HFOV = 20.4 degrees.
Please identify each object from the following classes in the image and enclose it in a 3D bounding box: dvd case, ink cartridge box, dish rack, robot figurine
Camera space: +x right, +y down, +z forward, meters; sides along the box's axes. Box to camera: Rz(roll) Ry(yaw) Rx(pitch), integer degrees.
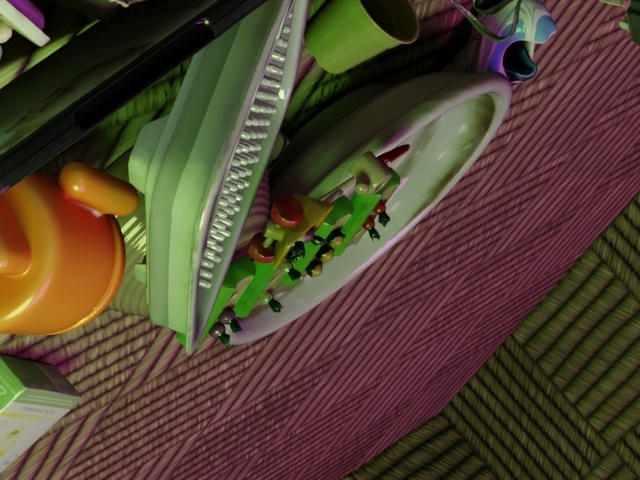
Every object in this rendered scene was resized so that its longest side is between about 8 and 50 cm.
[{"bbox_3d":[-0.160,-0.100,1.150,0.253,0.022,0.180,-40,-159,-32],"label":"dvd case"},{"bbox_3d":[-0.363,0.211,1.765,0.235,0.056,0.171,-43,167,3],"label":"ink cartridge box"},{"bbox_3d":[-0.080,-0.084,1.370,0.333,0.072,0.286,102,6,-68],"label":"dish rack"},{"bbox_3d":[-0.224,0.008,1.345,0.219,0.128,0.158,15,95,-73],"label":"robot figurine"}]

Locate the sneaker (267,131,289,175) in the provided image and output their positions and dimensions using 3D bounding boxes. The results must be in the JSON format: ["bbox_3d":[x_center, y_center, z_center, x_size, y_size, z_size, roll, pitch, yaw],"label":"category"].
[{"bbox_3d":[-0.065,-0.065,1.727,0.043,0.040,0.109,-27,162,-52],"label":"sneaker"}]

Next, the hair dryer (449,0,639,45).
[{"bbox_3d":[0.195,-0.252,1.599,0.293,0.223,0.080,64,35,-56],"label":"hair dryer"}]

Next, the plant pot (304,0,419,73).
[{"bbox_3d":[0.029,-0.187,1.547,0.079,0.083,0.083,-34,172,33],"label":"plant pot"}]

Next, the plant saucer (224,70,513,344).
[{"bbox_3d":[0.023,-0.056,1.847,0.400,0.100,0.400,-39,167,-11],"label":"plant saucer"}]

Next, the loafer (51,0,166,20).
[{"bbox_3d":[-0.138,-0.171,1.089,0.087,0.094,0.251,-47,166,19],"label":"loafer"}]

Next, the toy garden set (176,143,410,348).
[{"bbox_3d":[0.000,0.000,1.615,0.244,0.049,0.204,-33,165,-39],"label":"toy garden set"}]

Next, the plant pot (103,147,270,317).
[{"bbox_3d":[-0.125,-0.006,1.609,0.237,0.110,0.237,-38,165,-12],"label":"plant pot"}]

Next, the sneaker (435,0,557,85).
[{"bbox_3d":[0.181,-0.183,1.926,0.085,0.086,0.237,-34,166,-31],"label":"sneaker"}]

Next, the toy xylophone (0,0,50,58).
[{"bbox_3d":[-0.314,-0.061,0.993,0.322,0.081,0.236,-43,166,10],"label":"toy xylophone"}]
